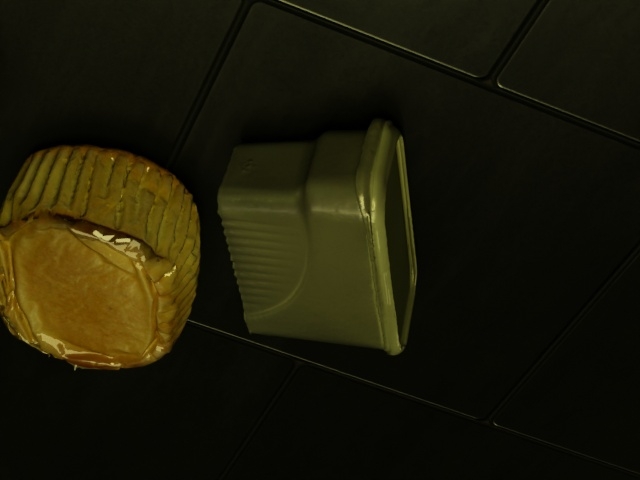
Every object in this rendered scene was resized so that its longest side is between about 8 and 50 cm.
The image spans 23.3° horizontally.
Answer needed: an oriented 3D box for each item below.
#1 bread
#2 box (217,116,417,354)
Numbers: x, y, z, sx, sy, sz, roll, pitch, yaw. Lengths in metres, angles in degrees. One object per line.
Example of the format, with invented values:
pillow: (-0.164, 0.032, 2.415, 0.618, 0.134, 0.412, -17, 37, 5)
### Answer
bread: (-0.244, 0.020, 1.684, 0.227, 0.142, 0.253, 10, 140, -4)
box: (0.000, 0.000, 1.631, 0.178, 0.138, 0.274, 3, 137, 13)
